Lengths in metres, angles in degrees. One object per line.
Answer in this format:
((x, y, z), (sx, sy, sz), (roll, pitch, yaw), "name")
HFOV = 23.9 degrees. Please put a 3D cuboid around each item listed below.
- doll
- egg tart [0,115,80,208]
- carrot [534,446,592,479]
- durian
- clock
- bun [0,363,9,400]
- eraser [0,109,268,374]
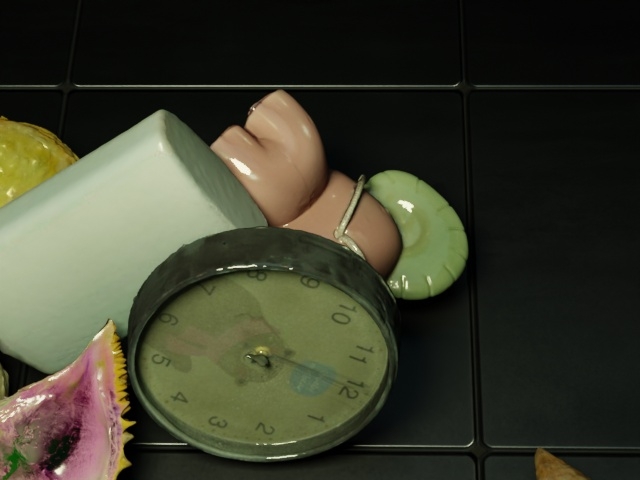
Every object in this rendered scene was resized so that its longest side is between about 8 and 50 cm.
((0.000, 0.000, 1.638), (0.268, 0.216, 0.284), (41, 69, 12), "doll")
((-0.401, -0.017, 1.720), (0.294, 0.123, 0.294), (1, 55, -1), "egg tart")
((0.285, 0.307, 1.493), (0.102, 0.102, 0.263), (-26, 55, -15), "carrot")
((-0.291, 0.230, 1.532), (0.260, 0.154, 0.186), (-20, 65, -2), "durian")
((-0.056, 0.111, 1.512), (0.280, 0.280, 0.055), (-2, 37, 1), "clock")
((-0.429, 0.160, 1.613), (0.188, 0.111, 0.164), (-18, 73, -14), "bun")
((-0.218, 0.010, 1.524), (0.290, 0.189, 0.104), (-29, 32, 19), "eraser")
